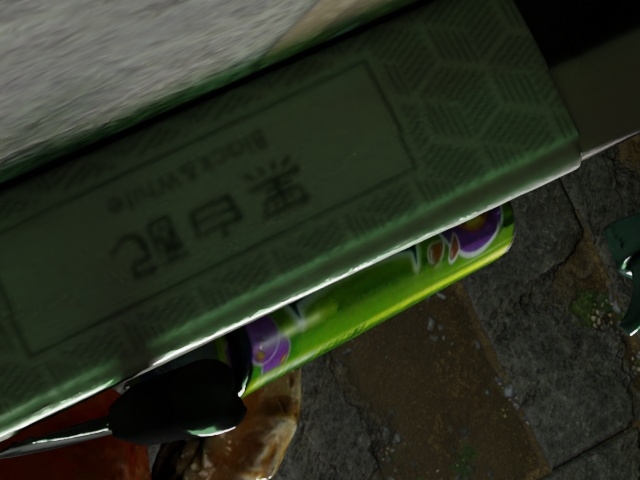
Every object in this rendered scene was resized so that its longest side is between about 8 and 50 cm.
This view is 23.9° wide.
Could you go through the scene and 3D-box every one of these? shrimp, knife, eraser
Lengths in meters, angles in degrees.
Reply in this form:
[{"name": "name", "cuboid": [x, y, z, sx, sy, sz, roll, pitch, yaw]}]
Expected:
[{"name": "shrimp", "cuboid": [-0.156, 0.150, 1.318, 0.365, 0.233, 0.071, 10, 164, 45]}, {"name": "knife", "cuboid": [-0.104, 0.081, 0.644, 0.060, 0.028, 0.230, -10, 174, -30]}, {"name": "eraser", "cuboid": [-0.018, -0.021, 0.666, 0.403, 0.096, 0.098, -26, 177, -12]}]

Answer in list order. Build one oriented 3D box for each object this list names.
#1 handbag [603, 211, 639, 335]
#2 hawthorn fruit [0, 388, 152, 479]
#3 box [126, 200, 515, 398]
[{"name": "handbag", "cuboid": [0.251, -0.083, 0.712, 0.238, 0.089, 0.326, -49, -177, 33]}, {"name": "hawthorn fruit", "cuboid": [-0.203, 0.188, 1.033, 0.224, 0.224, 0.261, -27, -143, 48]}, {"name": "box", "cuboid": [0.000, 0.000, 0.969, 0.097, 0.134, 0.345, -26, 179, 35]}]
